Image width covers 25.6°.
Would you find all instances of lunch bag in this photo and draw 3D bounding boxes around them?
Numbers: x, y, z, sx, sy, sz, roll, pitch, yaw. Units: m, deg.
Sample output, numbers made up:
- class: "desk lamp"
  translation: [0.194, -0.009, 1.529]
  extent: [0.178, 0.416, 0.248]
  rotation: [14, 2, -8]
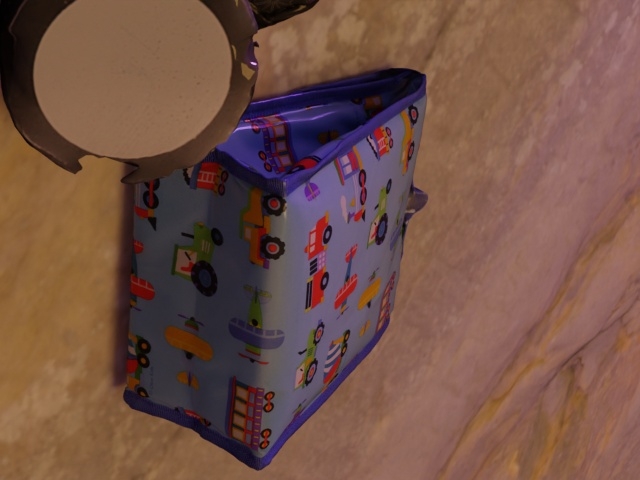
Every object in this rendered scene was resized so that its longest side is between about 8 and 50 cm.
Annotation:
- class: "lunch bag"
  translation: [0.000, 0.000, 1.068]
  extent: [0.293, 0.138, 0.220]
  rotation: [-26, 130, -49]

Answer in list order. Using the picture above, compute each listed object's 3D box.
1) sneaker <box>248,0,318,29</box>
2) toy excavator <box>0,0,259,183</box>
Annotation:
- class: "sneaker"
  translation: [-0.067, -0.167, 0.862]
  extent: [0.283, 0.124, 0.107]
  rotation: [-49, 141, -14]
- class: "toy excavator"
  translation: [-0.090, -0.265, 0.545]
  extent: [0.433, 0.222, 0.445]
  rotation: [-7, 125, -12]
